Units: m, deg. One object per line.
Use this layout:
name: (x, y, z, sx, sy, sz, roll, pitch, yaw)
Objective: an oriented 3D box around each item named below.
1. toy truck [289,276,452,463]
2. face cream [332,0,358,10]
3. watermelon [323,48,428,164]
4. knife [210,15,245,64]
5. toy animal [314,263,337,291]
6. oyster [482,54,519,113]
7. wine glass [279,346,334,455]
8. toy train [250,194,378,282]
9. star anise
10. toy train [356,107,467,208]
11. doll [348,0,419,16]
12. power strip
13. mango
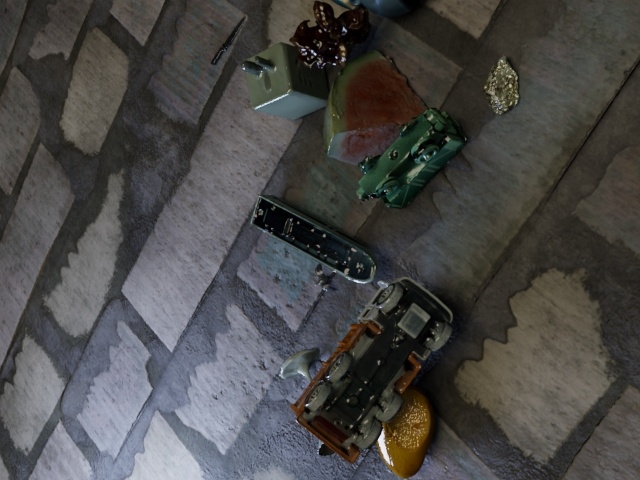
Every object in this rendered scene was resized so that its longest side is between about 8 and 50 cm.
toy truck: (0.105, 0.267, 1.768, 0.173, 0.207, 0.387, 40, 80, -9)
face cream: (0.116, -0.684, 1.951, 0.285, 0.067, 0.139, -45, 64, 27)
watermelon: (0.114, -0.298, 1.875, 0.193, 0.232, 0.310, -42, 21, 31)
knife: (-0.258, -0.559, 2.272, 0.170, 0.010, 0.023, -51, 60, 23)
toy animal: (0.005, 0.100, 2.028, 0.050, 0.028, 0.084, -43, 67, 27)
oyster: (0.389, -0.331, 1.743, 0.098, 0.037, 0.100, -46, 63, 28)
wine glass: (0.003, 0.381, 1.948, 0.156, 0.156, 0.232, -50, 57, 25)
toy train: (0.000, 0.000, 1.998, 0.407, 0.088, 0.086, 29, 107, 35)
star anise: (0.038, -0.474, 1.885, 0.126, 0.220, 0.190, 53, 134, 24)
toy train: (0.196, -0.178, 1.813, 0.269, 0.154, 0.115, -48, 60, 25)
doll: (0.197, -0.617, 1.835, 0.314, 0.177, 0.141, -24, 33, 25)
power strip: (-0.099, -0.397, 2.006, 0.139, 0.224, 0.140, -16, 79, 36)
mango: (0.190, 0.429, 1.831, 0.141, 0.102, 0.217, -2, 89, 14)
